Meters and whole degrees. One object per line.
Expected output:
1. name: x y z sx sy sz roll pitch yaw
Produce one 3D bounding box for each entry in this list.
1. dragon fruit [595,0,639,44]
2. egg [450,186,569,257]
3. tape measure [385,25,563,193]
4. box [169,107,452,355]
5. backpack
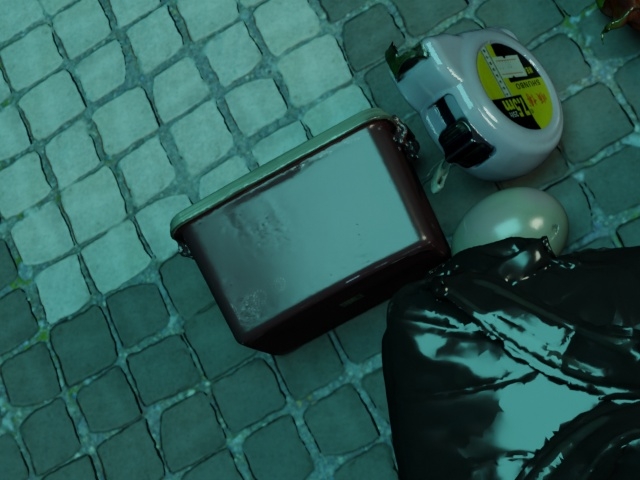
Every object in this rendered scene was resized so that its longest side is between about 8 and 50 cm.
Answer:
1. dragon fruit: 0.376 -0.270 1.415 0.137 0.135 0.236 -1 90 13
2. egg: 0.207 -0.004 1.396 0.135 0.103 0.103 -26 67 11
3. tape measure: 0.178 -0.148 1.414 0.105 0.196 0.178 -37 72 42
4. box: 0.000 0.000 1.424 0.294 0.193 0.168 -29 72 9
5. backpack: 0.282 0.156 1.246 0.445 0.255 0.363 -15 75 11
